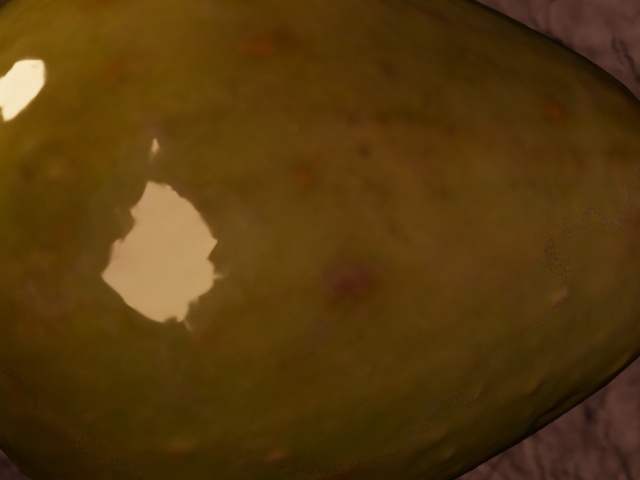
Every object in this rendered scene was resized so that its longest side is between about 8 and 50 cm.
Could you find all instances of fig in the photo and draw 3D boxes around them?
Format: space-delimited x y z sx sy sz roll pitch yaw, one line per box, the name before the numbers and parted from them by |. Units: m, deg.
fig | 0.000 0.000 0.667 0.326 0.258 0.258 0 95 -2
